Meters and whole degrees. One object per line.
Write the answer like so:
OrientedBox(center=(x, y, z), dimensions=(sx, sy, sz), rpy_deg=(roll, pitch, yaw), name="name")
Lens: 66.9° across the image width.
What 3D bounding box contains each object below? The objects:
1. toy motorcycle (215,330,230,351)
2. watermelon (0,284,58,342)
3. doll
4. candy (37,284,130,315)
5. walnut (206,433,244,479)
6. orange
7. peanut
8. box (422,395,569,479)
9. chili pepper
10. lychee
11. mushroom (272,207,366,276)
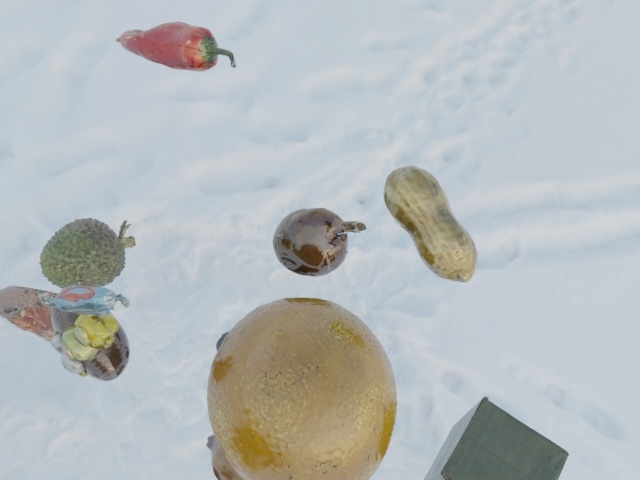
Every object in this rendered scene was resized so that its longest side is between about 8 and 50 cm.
OrientedBox(center=(-0.105, 0.237, 1.053), dimensions=(0.225, 0.152, 0.073), rpy_deg=(-14, 33, -6), name="toy motorcycle")
OrientedBox(center=(-0.660, 0.175, 1.169), dimensions=(0.257, 0.193, 0.139), rpy_deg=(36, 69, -39), name="watermelon")
OrientedBox(center=(-0.341, 0.130, 0.701), dimensions=(0.145, 0.188, 0.096), rpy_deg=(36, 52, 17), name="doll")
OrientedBox(center=(-0.207, 0.054, 0.428), dimensions=(0.083, 0.030, 0.020), rpy_deg=(1, 53, 6), name="candy")
OrientedBox(center=(-0.107, 0.453, 1.013), dimensions=(0.336, 0.209, 0.209), rpy_deg=(4, 48, 26), name="walnut")
OrientedBox(center=(-0.024, 0.217, 0.682), dimensions=(0.274, 0.274, 0.274), rpy_deg=(9, 56, -14), name="orange")
OrientedBox(center=(0.160, -0.021, 0.694), dimensions=(0.089, 0.089, 0.192), rpy_deg=(-31, 92, -33), name="peanut")
OrientedBox(center=(0.283, 0.399, 0.831), dimensions=(0.149, 0.231, 0.155), rpy_deg=(31, 63, 20), name="box")
OrientedBox(center=(-0.171, -0.228, 0.564), dimensions=(0.191, 0.050, 0.059), rpy_deg=(18, 38, 25), name="chili pepper")
OrientedBox(center=(-0.824, 0.048, 1.718), dimensions=(0.270, 0.270, 0.320), rpy_deg=(37, 12, 6), name="lychee")
OrientedBox(center=(0.001, 0.001, 0.873), dimensions=(0.171, 0.135, 0.080), rpy_deg=(-21, 33, -4), name="mushroom")
